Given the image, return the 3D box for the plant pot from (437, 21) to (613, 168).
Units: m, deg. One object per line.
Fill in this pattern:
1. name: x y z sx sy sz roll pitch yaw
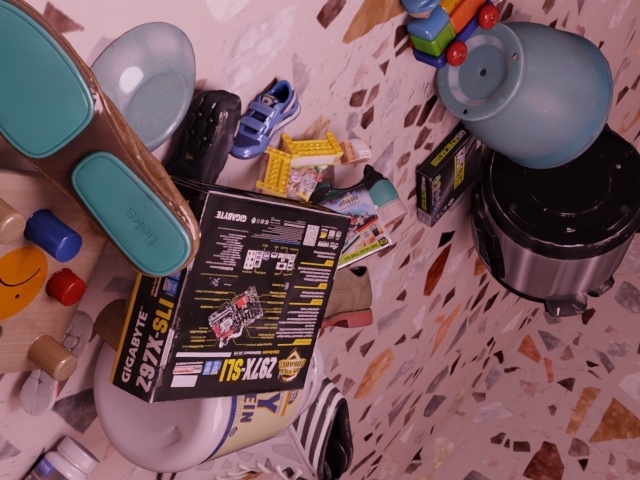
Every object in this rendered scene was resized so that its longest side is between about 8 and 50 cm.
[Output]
1. plant pot: 0.359 -0.287 1.828 0.255 0.271 0.272 9 114 -47

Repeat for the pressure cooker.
1. pressure cooker: 0.546 -0.048 2.284 0.370 0.375 0.420 -51 161 -15

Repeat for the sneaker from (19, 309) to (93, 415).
1. sneaker: -0.355 0.159 1.330 0.158 0.061 0.065 -58 -178 7

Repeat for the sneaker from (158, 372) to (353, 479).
1. sneaker: -0.111 0.397 1.761 0.169 0.257 0.447 -13 143 -56

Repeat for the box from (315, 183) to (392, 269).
1. box: 0.000 0.000 1.600 0.207 0.114 0.036 -25 175 -14

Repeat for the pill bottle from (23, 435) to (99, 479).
1. pill bottle: -0.397 0.364 1.460 0.137 0.078 0.078 -51 155 -11

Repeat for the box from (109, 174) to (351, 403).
1. box: -0.101 0.066 1.250 0.322 0.079 0.257 7 102 -57

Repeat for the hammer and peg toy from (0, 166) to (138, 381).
1. hammer and peg toy: -0.319 0.035 1.135 0.361 0.127 0.266 2 117 -62

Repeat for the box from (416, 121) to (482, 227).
1. box: 0.274 -0.145 2.078 0.184 0.045 0.191 -44 154 -20

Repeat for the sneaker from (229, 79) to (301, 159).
1. sneaker: -0.083 -0.173 1.393 0.144 0.053 0.059 -52 157 -29

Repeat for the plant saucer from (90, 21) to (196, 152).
1. plant saucer: -0.210 -0.166 1.187 0.195 0.037 0.195 -42 153 -27

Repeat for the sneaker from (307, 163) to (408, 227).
1. sneaker: -0.006 -0.021 1.680 0.302 0.121 0.108 -30 172 -12

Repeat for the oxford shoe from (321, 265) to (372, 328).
1. oxford shoe: -0.017 0.096 1.816 0.348 0.123 0.130 4 91 -60

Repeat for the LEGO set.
1. LEGO set: -0.038 -0.083 1.517 0.287 0.132 0.107 -49 171 -47

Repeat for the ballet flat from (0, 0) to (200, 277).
1. ballet flat: -0.243 -0.111 1.018 0.116 0.342 0.124 -36 -160 9

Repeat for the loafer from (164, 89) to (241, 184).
1. loafer: -0.163 -0.097 1.309 0.078 0.076 0.223 -19 140 -60

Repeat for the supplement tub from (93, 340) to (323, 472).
1. supplement tub: -0.159 0.209 1.510 0.325 0.235 0.235 -3 124 -60

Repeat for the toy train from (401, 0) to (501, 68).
1. toy train: 0.234 -0.417 1.617 0.248 0.105 0.143 -50 142 -12
